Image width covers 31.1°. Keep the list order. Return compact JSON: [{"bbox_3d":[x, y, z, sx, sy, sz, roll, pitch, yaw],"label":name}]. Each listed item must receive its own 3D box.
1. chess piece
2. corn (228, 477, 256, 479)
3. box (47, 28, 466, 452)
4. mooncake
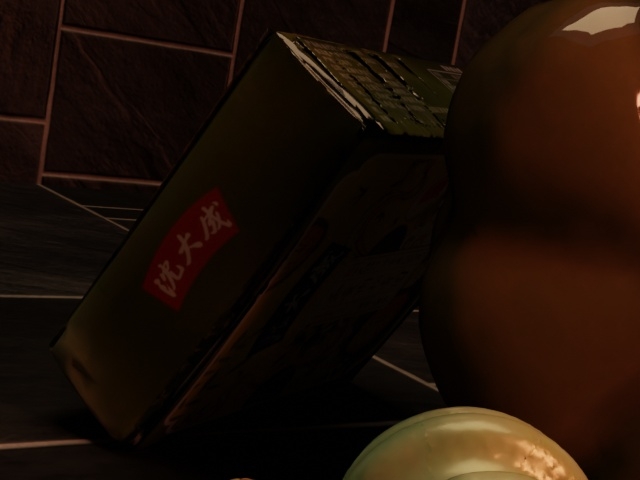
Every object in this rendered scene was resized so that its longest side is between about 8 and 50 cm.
[{"bbox_3d":[0.089,0.203,0.583,0.175,0.176,0.298,9,10,-3],"label":"chess piece"},{"bbox_3d":[-0.034,0.217,0.664,0.086,0.086,0.253,7,12,-16],"label":"corn"},{"bbox_3d":[0.000,0.000,1.105,0.138,0.373,0.420,48,24,20],"label":"box"},{"bbox_3d":[0.288,0.012,0.820,0.466,0.467,0.262,11,11,11],"label":"mooncake"}]
